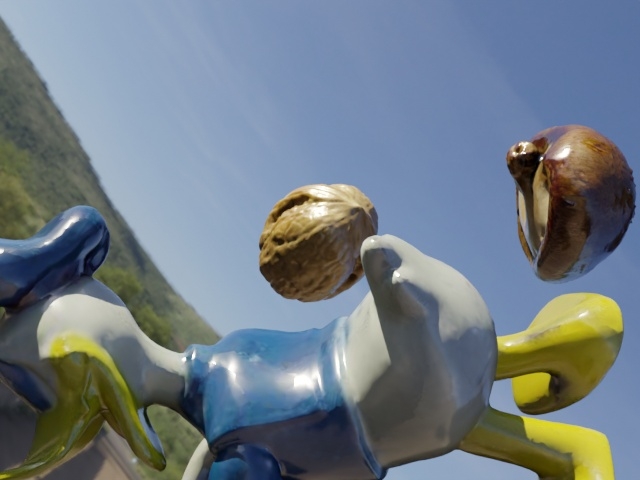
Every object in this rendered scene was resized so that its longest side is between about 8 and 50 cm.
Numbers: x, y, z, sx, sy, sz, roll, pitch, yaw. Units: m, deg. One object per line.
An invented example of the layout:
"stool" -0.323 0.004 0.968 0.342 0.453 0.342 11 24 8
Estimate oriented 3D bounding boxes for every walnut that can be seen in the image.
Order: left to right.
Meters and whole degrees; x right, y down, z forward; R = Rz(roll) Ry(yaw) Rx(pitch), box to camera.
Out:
"walnut" 0.000 0.000 1.149 0.184 0.155 0.155 -35 -87 40

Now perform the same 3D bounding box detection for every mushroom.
"mushroom" 0.316 -0.048 1.065 0.231 0.138 0.194 -83 157 -70

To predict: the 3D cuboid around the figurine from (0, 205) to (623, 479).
"figurine" -0.045 0.088 0.464 0.338 0.284 0.205 28 29 -12
